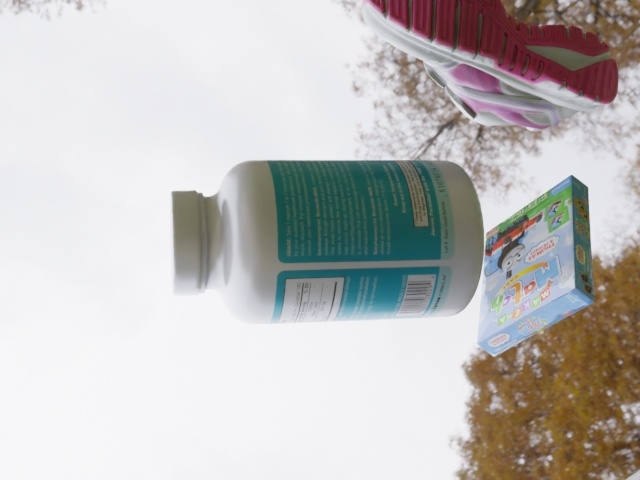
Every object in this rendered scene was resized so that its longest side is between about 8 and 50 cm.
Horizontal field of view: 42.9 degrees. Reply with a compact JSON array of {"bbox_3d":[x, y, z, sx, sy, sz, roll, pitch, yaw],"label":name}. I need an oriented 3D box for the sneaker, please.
[{"bbox_3d":[0.148,-0.168,0.779,0.252,0.111,0.103,24,-121,-8],"label":"sneaker"}]

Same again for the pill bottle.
[{"bbox_3d":[0.000,0.000,0.728,0.264,0.146,0.146,0,-119,-12],"label":"pill bottle"}]

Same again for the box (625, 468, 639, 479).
[{"bbox_3d":[0.276,0.242,0.458,0.293,0.395,0.212,-31,-105,-11],"label":"box"}]

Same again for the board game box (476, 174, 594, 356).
[{"bbox_3d":[0.278,0.030,1.058,0.039,0.160,0.211,35,-138,-19],"label":"board game box"}]
